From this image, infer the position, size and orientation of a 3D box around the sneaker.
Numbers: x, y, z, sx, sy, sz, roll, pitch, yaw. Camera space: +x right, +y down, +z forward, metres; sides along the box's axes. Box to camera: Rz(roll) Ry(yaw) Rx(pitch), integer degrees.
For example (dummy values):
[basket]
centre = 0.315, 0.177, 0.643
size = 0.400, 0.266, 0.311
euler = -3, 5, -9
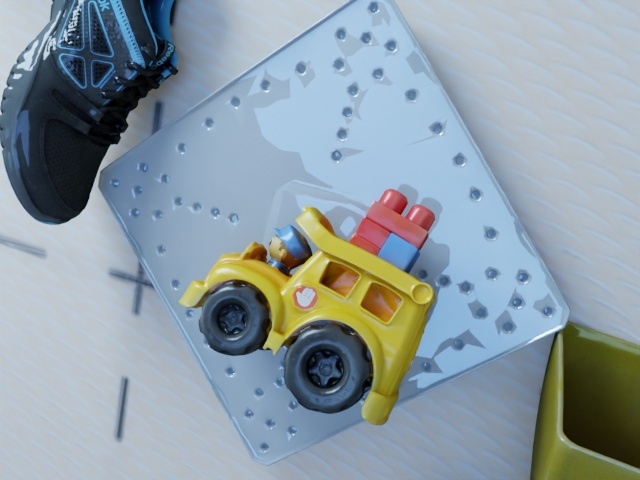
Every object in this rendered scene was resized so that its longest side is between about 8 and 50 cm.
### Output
[sneaker]
centre = -0.235, -0.178, 0.720
size = 0.140, 0.125, 0.340
euler = 13, 91, 9

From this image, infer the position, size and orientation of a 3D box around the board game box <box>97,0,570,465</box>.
[board game box]
centre = 0.000, 0.000, 0.740
size = 0.390, 0.050, 0.390
euler = -30, 89, 17

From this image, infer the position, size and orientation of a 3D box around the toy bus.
[toy bus]
centre = 0.008, 0.039, 0.651
size = 0.220, 0.149, 0.211
euler = 28, 91, 12

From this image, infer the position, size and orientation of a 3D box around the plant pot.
[plant pot]
centre = 0.291, 0.231, 0.622
size = 0.212, 0.212, 0.187
euler = 20, 115, 12
